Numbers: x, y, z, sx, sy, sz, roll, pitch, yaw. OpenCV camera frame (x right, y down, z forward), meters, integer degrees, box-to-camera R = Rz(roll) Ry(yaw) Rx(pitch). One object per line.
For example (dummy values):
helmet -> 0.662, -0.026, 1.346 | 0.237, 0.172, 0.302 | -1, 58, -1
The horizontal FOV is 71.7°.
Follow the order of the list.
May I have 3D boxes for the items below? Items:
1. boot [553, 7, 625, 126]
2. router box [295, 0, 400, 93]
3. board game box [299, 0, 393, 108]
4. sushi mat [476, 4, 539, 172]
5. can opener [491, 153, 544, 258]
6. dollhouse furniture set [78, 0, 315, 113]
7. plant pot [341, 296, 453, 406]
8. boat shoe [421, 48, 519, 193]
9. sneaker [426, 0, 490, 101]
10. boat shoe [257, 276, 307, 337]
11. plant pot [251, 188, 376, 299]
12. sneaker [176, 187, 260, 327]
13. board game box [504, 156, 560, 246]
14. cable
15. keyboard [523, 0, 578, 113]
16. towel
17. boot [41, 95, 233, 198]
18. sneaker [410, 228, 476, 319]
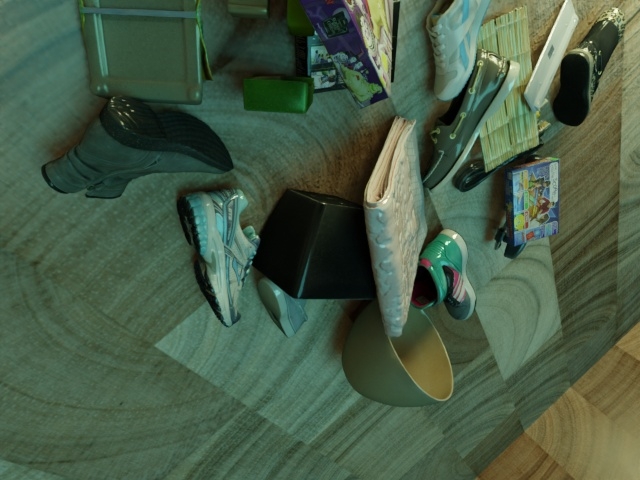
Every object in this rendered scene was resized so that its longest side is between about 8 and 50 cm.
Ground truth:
boot -> 0.650, -0.408, 1.068 | 0.178, 0.085, 0.236 | -51, 145, -10
router box -> 0.046, -0.327, 0.745 | 0.179, 0.046, 0.133 | -16, 126, -24
board game box -> 0.035, -0.356, 0.556 | 0.056, 0.346, 0.208 | -16, 139, 30
sushi mat -> 0.396, -0.317, 0.959 | 0.151, 0.019, 0.316 | -26, 121, -4
can opener -> 0.539, -0.091, 1.193 | 0.074, 0.093, 0.280 | -34, 140, -63
dollhouse furniture set -> -0.157, -0.293, 0.617 | 0.302, 0.151, 0.197 | 3, 114, -2
plant pot -> 0.164, 0.286, 1.093 | 0.191, 0.284, 0.284 | -34, 138, 27
boat shoe -> 0.284, -0.240, 0.923 | 0.091, 0.109, 0.305 | 24, 123, -5
sneaker -> 0.240, -0.378, 0.825 | 0.092, 0.087, 0.228 | -1, 119, -15
boat shoe -> -0.070, 0.125, 0.924 | 0.081, 0.079, 0.227 | -39, 151, -19
plant pot -> 0.000, 0.000, 0.841 | 0.187, 0.188, 0.167 | 5, 105, -35
sneaker -> -0.160, 0.036, 0.800 | 0.122, 0.110, 0.283 | -21, 128, -25
board game box -> 0.538, -0.097, 1.124 | 0.136, 0.035, 0.201 | -15, 112, -10
cable -> 0.446, -0.217, 1.094 | 0.287, 0.072, 0.139 | -36, 150, 7
keyboard -> 0.508, -0.408, 0.975 | 0.072, 0.014, 0.256 | 31, 81, -36
towel -> 0.159, -0.030, 0.877 | 0.317, 0.053, 0.331 | -65, 149, -43
boot -> -0.259, -0.118, 0.656 | 0.161, 0.083, 0.246 | -32, 164, 23
sneaker -> 0.307, 0.134, 1.148 | 0.178, 0.124, 0.295 | -35, 124, -22
